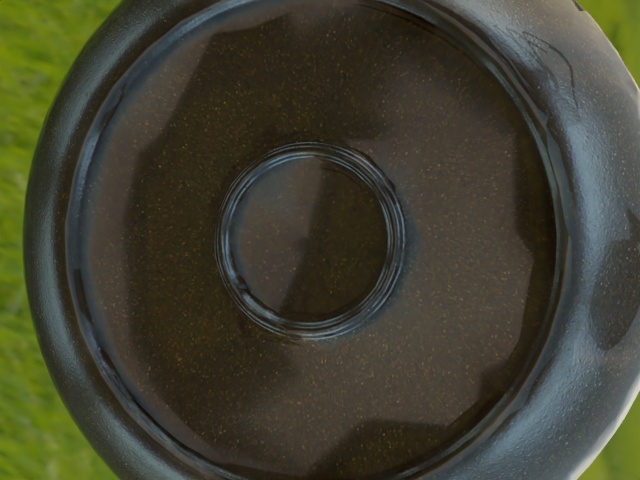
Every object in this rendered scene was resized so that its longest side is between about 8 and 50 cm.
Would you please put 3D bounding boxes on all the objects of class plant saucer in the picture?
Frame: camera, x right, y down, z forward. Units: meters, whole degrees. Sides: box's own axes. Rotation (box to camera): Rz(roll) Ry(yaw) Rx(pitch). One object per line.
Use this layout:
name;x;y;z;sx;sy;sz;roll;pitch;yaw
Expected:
plant saucer;0.000;0.000;0.863;0.050;0.311;0.310;0;108;-74
